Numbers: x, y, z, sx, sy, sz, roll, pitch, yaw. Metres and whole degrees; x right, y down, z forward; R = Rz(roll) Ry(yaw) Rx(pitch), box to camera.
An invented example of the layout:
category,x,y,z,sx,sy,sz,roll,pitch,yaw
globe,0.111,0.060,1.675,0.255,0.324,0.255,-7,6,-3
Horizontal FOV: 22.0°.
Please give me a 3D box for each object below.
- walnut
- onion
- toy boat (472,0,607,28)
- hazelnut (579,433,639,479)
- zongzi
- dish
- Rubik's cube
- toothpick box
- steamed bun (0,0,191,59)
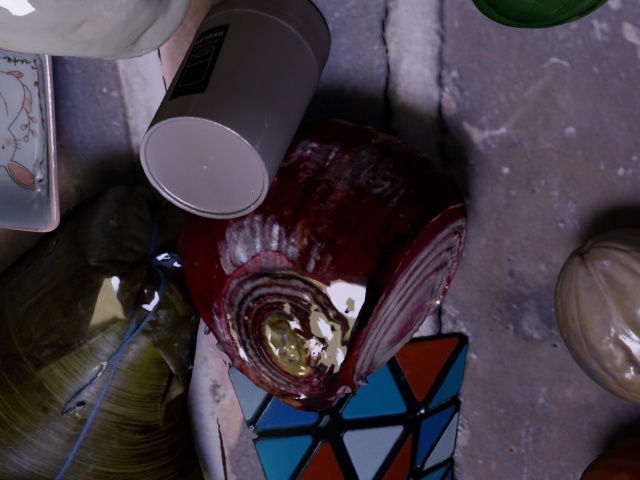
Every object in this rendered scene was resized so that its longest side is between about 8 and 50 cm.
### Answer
category,x,y,z,sx,sy,sz,roll,pitch,yaw
walnut,0.275,0.065,1.395,0.140,0.140,0.162,-19,132,36
onion,0.000,-0.005,1.400,0.206,0.216,0.207,30,128,16
toy boat,0.187,-0.220,1.210,0.104,0.052,0.210,35,137,-16
hazelnut,0.347,0.261,1.546,0.212,0.181,0.181,30,108,-8
zongzi,-0.156,0.149,1.650,0.432,0.207,0.403,31,130,-29
dish,-0.299,-0.130,1.490,0.154,0.064,0.234,10,120,15
Rubik's cube,0.008,0.157,1.649,0.234,0.284,0.250,30,115,25
toothpick box,-0.066,-0.116,1.329,0.111,0.180,0.111,11,137,11
steamed bun,-0.224,-0.298,1.134,0.339,0.352,0.247,19,115,-16
